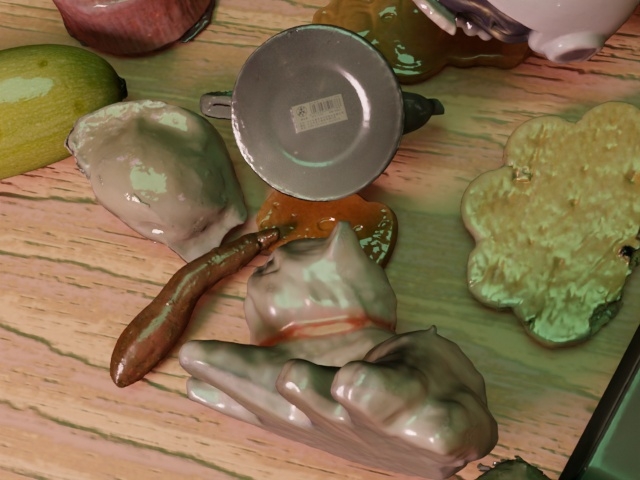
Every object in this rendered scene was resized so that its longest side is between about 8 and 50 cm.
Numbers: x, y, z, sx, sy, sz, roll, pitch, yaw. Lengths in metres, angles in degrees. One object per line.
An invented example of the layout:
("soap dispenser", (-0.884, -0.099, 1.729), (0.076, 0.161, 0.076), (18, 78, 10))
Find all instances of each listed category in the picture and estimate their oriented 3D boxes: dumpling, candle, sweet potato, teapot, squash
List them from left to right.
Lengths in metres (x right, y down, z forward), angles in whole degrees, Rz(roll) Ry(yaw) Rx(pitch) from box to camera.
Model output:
("squash", (-0.323, -0.134, 1.092), (0.247, 0.132, 0.132), (-16, 66, 3))
("candle", (-0.212, -0.382, 1.181), (0.287, 0.131, 0.317), (31, 75, 23))
("dumpling", (-0.153, -0.064, 1.049), (0.136, 0.118, 0.199), (-43, 96, -16))
("sweet potato", (-0.126, 0.055, 1.018), (0.050, 0.050, 0.214), (41, 84, 22))
("teapot", (-0.001, -0.131, 1.035), (0.239, 0.149, 0.162), (2, 103, 11))

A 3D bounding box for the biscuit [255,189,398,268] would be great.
("biscuit", (0.000, 0.000, 1.039), (0.140, 0.023, 0.118), (25, 77, 19))

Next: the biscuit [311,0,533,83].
("biscuit", (0.108, -0.234, 1.116), (0.236, 0.040, 0.144), (-7, 61, 4))

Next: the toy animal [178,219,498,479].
("toy animal", (0.032, 0.081, 0.856), (0.266, 0.308, 0.188), (30, 70, 12))

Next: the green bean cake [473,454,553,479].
("green bean cake", (0.125, 0.284, 0.789), (0.125, 0.227, 0.222), (31, 71, 22))

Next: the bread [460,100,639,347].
("bread", (0.236, -0.028, 1.002), (0.182, 0.039, 0.251), (34, 77, 21))

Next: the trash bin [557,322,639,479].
("trash bin", (0.385, 0.189, 0.818), (0.343, 0.158, 0.223), (29, 75, 10))

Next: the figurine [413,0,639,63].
("figurine", (0.272, -0.300, 1.003), (0.361, 0.211, 0.253), (12, 57, 1))
